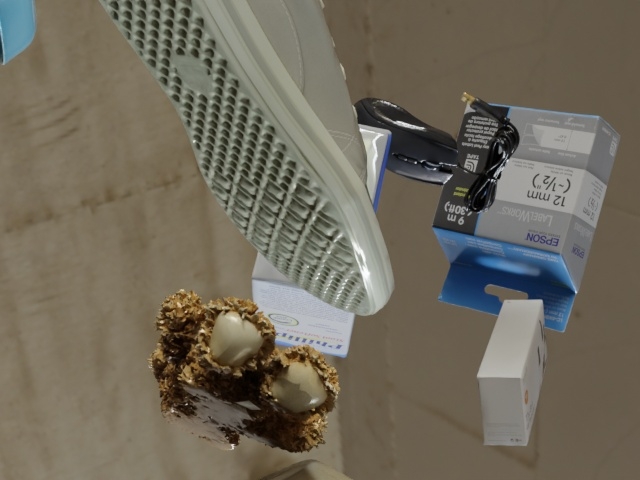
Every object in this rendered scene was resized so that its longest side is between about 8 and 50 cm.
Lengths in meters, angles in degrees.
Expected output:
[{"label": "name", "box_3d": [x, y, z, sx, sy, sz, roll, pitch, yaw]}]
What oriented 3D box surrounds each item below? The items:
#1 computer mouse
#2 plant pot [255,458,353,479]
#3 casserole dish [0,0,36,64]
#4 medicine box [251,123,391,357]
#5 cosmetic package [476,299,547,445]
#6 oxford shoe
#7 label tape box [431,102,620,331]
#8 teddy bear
[{"label": "computer mouse", "box_3d": [0.163, -0.153, 1.586, 0.262, 0.060, 0.184, 32, -48, 7]}, {"label": "plant pot", "box_3d": [-0.026, 0.372, 1.257, 0.191, 0.284, 0.284, 66, -27, 4]}, {"label": "casserole dish", "box_3d": [-0.243, -0.211, 0.777, 0.114, 0.037, 0.188, 59, -20, 16]}, {"label": "medicine box", "box_3d": [0.000, 0.000, 1.574, 0.289, 0.149, 0.263, 93, 9, -68]}, {"label": "cosmetic package", "box_3d": [0.259, 0.169, 1.409, 0.060, 0.239, 0.099, -4, -70, 20]}, {"label": "oxford shoe", "box_3d": [-0.034, -0.114, 0.812, 0.169, 0.130, 0.449, 11, -40, 42]}, {"label": "label tape box", "box_3d": [0.330, -0.047, 1.796, 0.249, 0.115, 0.348, 13, -97, 36]}, {"label": "teddy bear", "box_3d": [-0.090, 0.149, 1.227, 0.245, 0.113, 0.338, 24, -27, 4]}]
